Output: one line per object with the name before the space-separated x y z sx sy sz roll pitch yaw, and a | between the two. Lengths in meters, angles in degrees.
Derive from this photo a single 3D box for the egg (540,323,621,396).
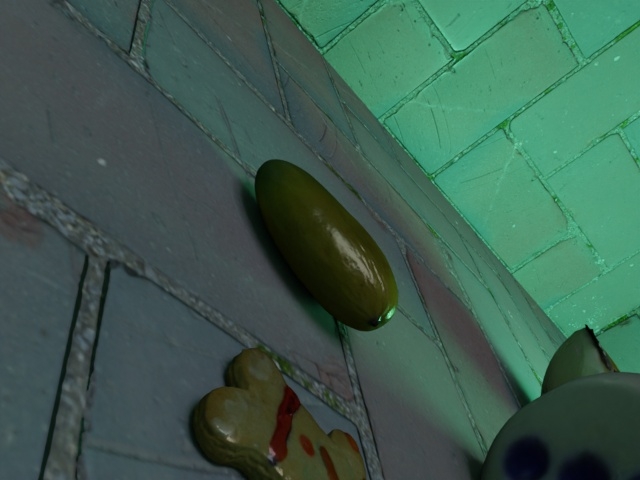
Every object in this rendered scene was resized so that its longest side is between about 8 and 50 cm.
egg | 0.565 0.358 1.380 0.337 0.201 0.337 55 14 -21

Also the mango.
mango | 0.000 0.002 0.766 0.237 0.091 0.137 48 11 2

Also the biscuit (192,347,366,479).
biscuit | 0.003 0.185 0.504 0.234 0.030 0.153 51 18 -6

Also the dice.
dice | 0.360 0.329 0.796 0.243 0.251 0.259 45 18 -32
